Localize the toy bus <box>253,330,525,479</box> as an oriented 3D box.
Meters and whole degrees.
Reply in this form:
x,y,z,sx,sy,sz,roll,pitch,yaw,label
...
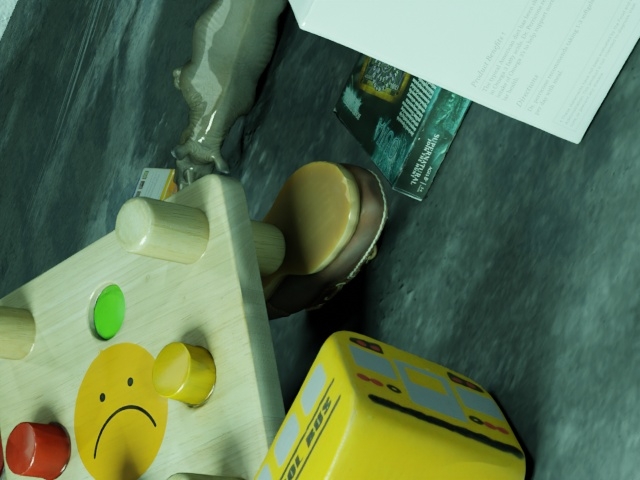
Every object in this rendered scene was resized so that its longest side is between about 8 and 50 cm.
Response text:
x,y,z,sx,sy,sz,roll,pitch,yaw,label
-0.014,0.226,1.078,0.332,0.108,0.130,-63,19,15,toy bus

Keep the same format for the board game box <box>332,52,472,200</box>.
x,y,z,sx,sy,sz,roll,pitch,yaw,label
0.064,-0.114,1.364,0.126,0.026,0.186,-64,19,13,board game box

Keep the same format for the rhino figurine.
x,y,z,sx,sy,sz,roll,pitch,yaw,label
-0.089,-0.140,1.745,0.106,0.073,0.243,167,121,-71,rhino figurine

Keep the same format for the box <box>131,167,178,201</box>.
x,y,z,sx,sy,sz,roll,pitch,yaw,label
-0.158,-0.027,1.882,0.081,0.028,0.136,-70,16,-3,box

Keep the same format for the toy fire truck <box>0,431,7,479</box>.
x,y,z,sx,sy,sz,roll,pitch,yaw,label
-0.224,0.267,1.554,0.254,0.169,0.302,119,170,-73,toy fire truck

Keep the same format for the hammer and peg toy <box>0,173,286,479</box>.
x,y,z,sx,sy,sz,roll,pitch,yaw,label
-0.157,0.143,1.326,0.361,0.127,0.266,-30,62,37,hammer and peg toy

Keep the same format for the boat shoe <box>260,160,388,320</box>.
x,y,z,sx,sy,sz,roll,pitch,yaw,label
0.000,0.000,1.341,0.207,0.073,0.073,144,123,-60,boat shoe

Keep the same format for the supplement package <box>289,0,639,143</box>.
x,y,z,sx,sy,sz,roll,pitch,yaw,label
0.081,-0.147,1.112,0.105,0.179,0.105,-61,20,19,supplement package
